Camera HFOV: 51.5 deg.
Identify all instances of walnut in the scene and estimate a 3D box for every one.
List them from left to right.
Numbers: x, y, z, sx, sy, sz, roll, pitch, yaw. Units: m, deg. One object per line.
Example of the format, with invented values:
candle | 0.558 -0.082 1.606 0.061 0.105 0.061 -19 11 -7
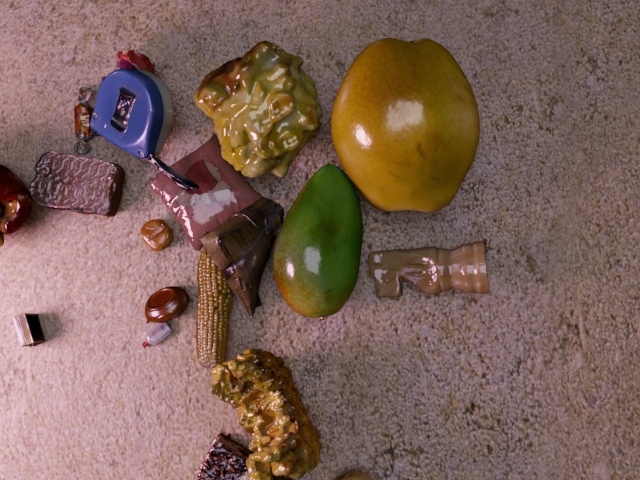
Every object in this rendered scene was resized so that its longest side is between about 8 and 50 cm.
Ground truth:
walnut | -0.852 -0.079 1.624 0.269 0.222 0.244 29 112 30

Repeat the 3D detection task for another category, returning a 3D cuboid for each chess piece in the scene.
chess piece | 0.272 0.073 1.671 0.301 0.137 0.137 -2 83 12

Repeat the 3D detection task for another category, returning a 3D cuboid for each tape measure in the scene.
tape measure | -0.419 -0.284 1.636 0.351 0.098 0.215 31 114 20

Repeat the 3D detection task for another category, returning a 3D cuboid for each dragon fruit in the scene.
dragon fruit | -0.471 -0.451 1.731 0.126 0.112 0.068 34 63 9

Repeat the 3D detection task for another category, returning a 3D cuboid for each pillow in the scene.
pillow | -0.293 -0.127 1.699 0.223 0.084 0.236 -35 83 -7

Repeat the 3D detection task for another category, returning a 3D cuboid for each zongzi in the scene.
zongzi | -0.149 0.035 1.638 0.221 0.112 0.242 -39 111 -29

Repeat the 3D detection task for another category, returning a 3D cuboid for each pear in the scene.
pear | 0.200 -0.272 1.587 0.362 0.362 0.418 -7 109 -1

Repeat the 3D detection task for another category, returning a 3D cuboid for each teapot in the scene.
teapot | -0.388 0.170 1.673 0.129 0.078 0.098 -25 43 6

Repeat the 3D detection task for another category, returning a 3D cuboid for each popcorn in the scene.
popcorn | -0.136 -0.315 1.627 0.312 0.312 0.312 0 83 0

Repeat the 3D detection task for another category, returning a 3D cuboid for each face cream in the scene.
face cream | -0.418 0.242 1.685 0.083 0.021 0.040 -37 84 -5

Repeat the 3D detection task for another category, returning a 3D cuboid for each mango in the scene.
mango | 0.000 0.000 1.619 0.225 0.201 0.382 14 81 -32

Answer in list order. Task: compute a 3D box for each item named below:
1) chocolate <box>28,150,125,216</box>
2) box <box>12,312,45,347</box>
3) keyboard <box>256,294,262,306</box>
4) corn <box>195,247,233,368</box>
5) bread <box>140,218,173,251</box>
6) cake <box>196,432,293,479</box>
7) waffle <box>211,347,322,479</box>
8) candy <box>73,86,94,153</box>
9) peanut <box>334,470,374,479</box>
chocolate | -0.620 -0.140 1.696 0.214 0.093 0.148 11 82 1
box | -0.727 0.225 1.657 0.035 0.079 0.083 -19 84 -4
keyboard | -0.193 0.071 1.688 0.013 0.061 0.204 -20 83 17
corn | -0.267 0.161 1.663 0.097 0.097 0.320 3 85 0
bread | -0.418 -0.013 1.705 0.081 0.046 0.083 -11 84 1
cake | -0.183 0.588 1.600 0.246 0.112 0.135 35 86 1
waffle | -0.121 0.410 1.542 0.151 0.261 0.324 -28 71 15
candy | -0.622 -0.320 1.742 0.053 0.046 0.182 1 85 2
peanut | 0.003 0.663 1.578 0.305 0.147 0.147 -25 84 -3
